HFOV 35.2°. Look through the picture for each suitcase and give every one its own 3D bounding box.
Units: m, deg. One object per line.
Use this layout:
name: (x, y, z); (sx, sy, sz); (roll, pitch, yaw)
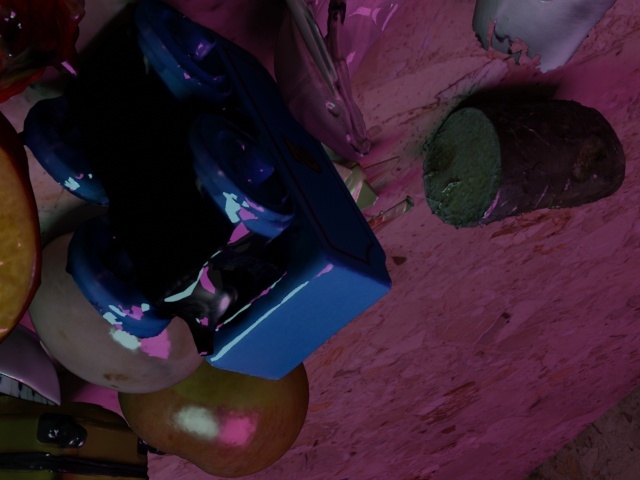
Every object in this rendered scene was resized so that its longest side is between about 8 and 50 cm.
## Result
suitcase: (-0.331, 0.274, 1.257); (0.235, 0.143, 0.194); (-7, 162, 32)

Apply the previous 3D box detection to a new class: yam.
yam: (0.252, -0.103, 1.250); (0.254, 0.154, 0.154); (-12, 147, -31)

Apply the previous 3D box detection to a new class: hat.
hat: (-0.009, -0.202, 0.864); (0.164, 0.219, 0.226); (-13, 138, 45)

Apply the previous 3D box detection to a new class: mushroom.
mushroom: (-0.201, 0.056, 1.073); (0.204, 0.204, 0.204); (-23, 151, -13)

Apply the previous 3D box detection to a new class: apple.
apple: (-0.130, 0.178, 1.252); (0.261, 0.261, 0.194); (21, 102, -56)

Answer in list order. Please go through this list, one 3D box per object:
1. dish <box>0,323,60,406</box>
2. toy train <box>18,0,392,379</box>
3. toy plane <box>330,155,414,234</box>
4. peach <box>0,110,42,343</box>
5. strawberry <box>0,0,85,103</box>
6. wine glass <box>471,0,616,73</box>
dish: (-0.354, 0.112, 1.067); (0.191, 0.190, 0.066); (63, 44, -62)
toy train: (-0.090, -0.038, 0.863); (0.188, 0.300, 0.265); (-40, 147, 18)
toy plane: (0.000, 0.000, 1.225); (0.242, 0.104, 0.256); (-7, 145, -41)
peach: (-0.357, -0.010, 0.723); (0.245, 0.249, 0.274); (-18, 160, 36)
strawberry: (-0.276, -0.166, 0.551); (0.257, 0.261, 0.261); (-24, 152, 3)
wine glass: (0.241, -0.303, 0.926); (0.143, 0.143, 0.321); (-18, 152, -22)
